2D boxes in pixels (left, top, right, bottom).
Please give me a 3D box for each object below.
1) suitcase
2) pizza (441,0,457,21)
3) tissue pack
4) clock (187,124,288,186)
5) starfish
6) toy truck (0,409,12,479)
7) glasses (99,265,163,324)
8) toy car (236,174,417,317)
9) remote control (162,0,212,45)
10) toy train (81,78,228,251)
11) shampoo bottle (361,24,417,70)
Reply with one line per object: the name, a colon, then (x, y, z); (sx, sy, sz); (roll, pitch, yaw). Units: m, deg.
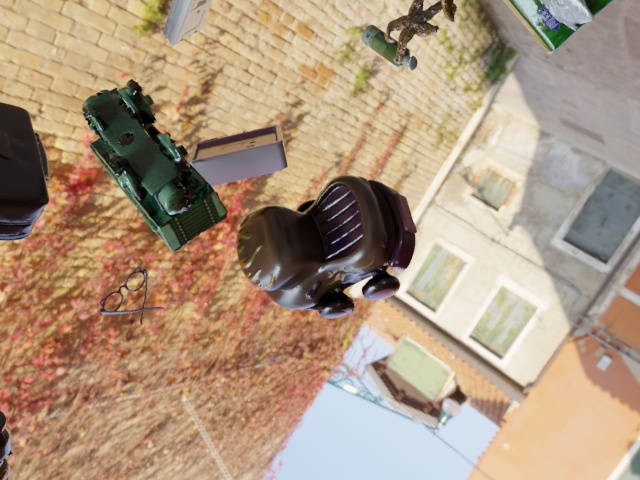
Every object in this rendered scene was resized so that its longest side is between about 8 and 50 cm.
suitcase: (-0.786, -0.173, 1.290); (0.339, 0.188, 0.345); (4, -132, -44)
pizza: (0.268, -0.494, 1.211); (0.016, 0.037, 0.083); (28, 152, 46)
tissue pack: (0.435, -0.485, 1.105); (0.209, 0.148, 0.156); (50, -160, -1)
clock: (-0.172, -0.181, 1.234); (0.197, 0.063, 0.150); (-13, -154, -1)
starfish: (0.246, -0.554, 1.500); (0.150, 0.209, 0.053); (31, -171, 39)
toy truck: (-0.669, 0.411, 1.120); (0.165, 0.224, 0.147); (5, -152, 6)
glasses: (-0.416, 0.135, 1.314); (0.104, 0.140, 0.062); (27, 148, 30)
toy car: (0.000, 0.000, 1.167); (0.240, 0.341, 0.271); (19, -132, -49)
remote control: (-0.318, -0.608, 1.454); (0.055, 0.277, 0.103); (47, -123, -4)
toy train: (-0.240, -0.113, 0.818); (0.269, 0.115, 0.154); (44, 168, 31)
shampoo bottle: (0.204, -0.556, 1.689); (0.204, 0.065, 0.065); (47, -160, 30)
